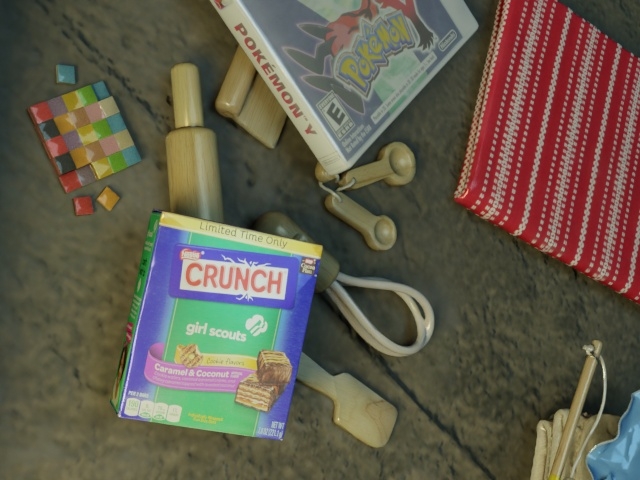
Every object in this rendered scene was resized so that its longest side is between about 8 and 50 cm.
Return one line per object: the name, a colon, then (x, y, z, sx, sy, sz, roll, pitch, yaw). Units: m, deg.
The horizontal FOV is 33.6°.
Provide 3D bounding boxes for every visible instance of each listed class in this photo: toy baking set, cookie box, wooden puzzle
toy baking set: (-0.006, -0.002, 0.647, 0.196, 0.030, 0.256, 5, 78, -37)
cookie box: (-0.055, 0.044, 0.562, 0.091, 0.040, 0.107, 12, 88, -19)
wooden puzzle: (-0.128, -0.056, 0.578, 0.049, 0.006, 0.083, -29, 99, -38)

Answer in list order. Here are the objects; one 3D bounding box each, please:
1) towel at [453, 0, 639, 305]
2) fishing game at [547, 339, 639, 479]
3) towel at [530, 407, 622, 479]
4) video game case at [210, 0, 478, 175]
towel: (0.224, -0.063, 0.841, 0.274, 0.031, 0.199, 26, 68, -30)
fishing game: (0.227, 0.190, 0.727, 0.264, 0.041, 0.189, 29, 73, -36)
towel: (0.251, 0.241, 0.789, 0.282, 0.049, 0.187, 24, 69, -31)
video game case: (0.011, -0.168, 0.684, 0.183, 0.023, 0.201, 55, 47, -15)
